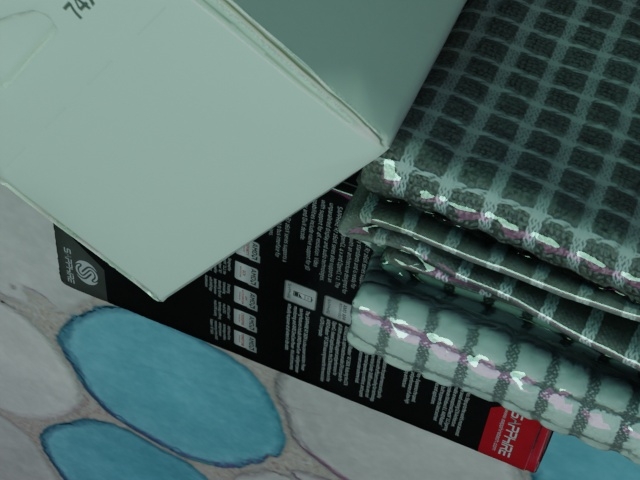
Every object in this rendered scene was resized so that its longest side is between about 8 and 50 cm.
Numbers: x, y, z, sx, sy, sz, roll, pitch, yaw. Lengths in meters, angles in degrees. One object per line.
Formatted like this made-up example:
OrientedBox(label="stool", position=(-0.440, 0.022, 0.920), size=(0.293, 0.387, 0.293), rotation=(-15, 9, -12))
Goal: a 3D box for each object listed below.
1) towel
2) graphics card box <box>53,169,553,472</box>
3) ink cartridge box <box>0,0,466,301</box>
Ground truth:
OrientedBox(label="towel", position=(0.155, -0.030, 0.654), size=(0.235, 0.283, 0.121), rotation=(23, 127, 9))
OrientedBox(label="graphics card box", position=(0.000, 0.000, 0.967), size=(0.371, 0.094, 0.232), rotation=(20, 145, 11))
OrientedBox(label="ink cartridge box", position=(-0.045, -0.154, 0.644), size=(0.197, 0.270, 0.198), rotation=(39, 145, -15))
